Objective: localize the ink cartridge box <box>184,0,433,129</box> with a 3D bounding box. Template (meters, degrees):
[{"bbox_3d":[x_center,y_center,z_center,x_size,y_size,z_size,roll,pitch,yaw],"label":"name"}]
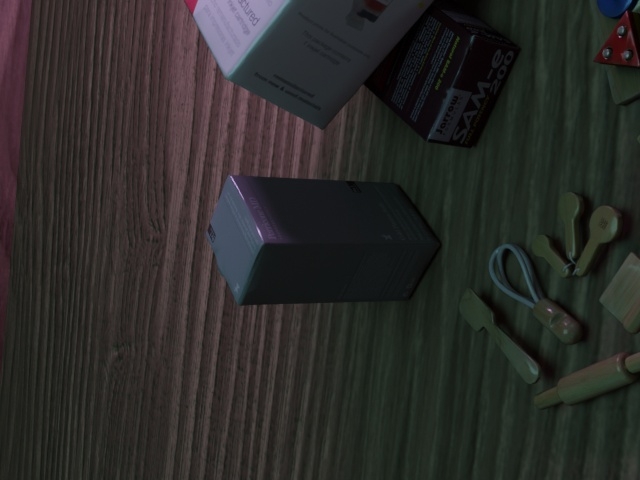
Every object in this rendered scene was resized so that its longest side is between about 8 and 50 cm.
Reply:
[{"bbox_3d":[0.022,-0.368,1.122,0.385,0.160,0.279,-48,45,21],"label":"ink cartridge box"}]

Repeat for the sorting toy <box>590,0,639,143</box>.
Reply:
[{"bbox_3d":[0.298,-0.202,0.908,0.132,0.046,0.275,-28,65,52],"label":"sorting toy"}]

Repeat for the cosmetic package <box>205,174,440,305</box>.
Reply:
[{"bbox_3d":[0.000,0.000,1.169,0.127,0.238,0.107,58,134,39],"label":"cosmetic package"}]

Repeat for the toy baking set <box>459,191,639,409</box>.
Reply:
[{"bbox_3d":[0.241,0.068,0.997,0.256,0.030,0.197,-43,51,46],"label":"toy baking set"}]

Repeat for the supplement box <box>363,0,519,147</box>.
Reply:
[{"bbox_3d":[0.112,-0.222,1.162,0.239,0.073,0.130,52,128,45],"label":"supplement box"}]
